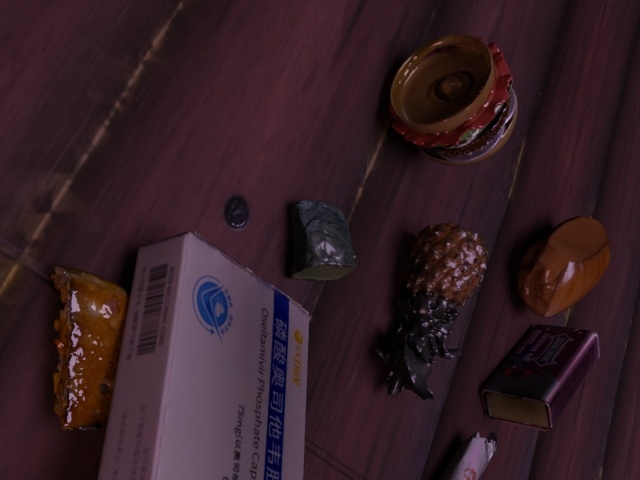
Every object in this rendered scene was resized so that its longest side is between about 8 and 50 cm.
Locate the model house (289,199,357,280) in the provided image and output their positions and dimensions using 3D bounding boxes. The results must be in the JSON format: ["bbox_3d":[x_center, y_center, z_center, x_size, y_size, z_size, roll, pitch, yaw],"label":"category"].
[{"bbox_3d":[0.000,0.000,0.833,0.079,0.066,0.083,3,69,-38],"label":"model house"}]

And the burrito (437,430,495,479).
[{"bbox_3d":[0.192,0.364,1.038,0.203,0.064,0.064,-47,123,-40],"label":"burrito"}]

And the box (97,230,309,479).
[{"bbox_3d":[-0.093,0.185,0.624,0.200,0.065,0.343,39,43,-47],"label":"box"}]

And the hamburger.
[{"bbox_3d":[0.183,-0.175,0.959,0.137,0.175,0.175,45,57,-46],"label":"hamburger"}]

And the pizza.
[{"bbox_3d":[-0.186,0.108,0.623,0.178,0.041,0.131,46,50,-40],"label":"pizza"}]

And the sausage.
[{"bbox_3d":[0.433,0.041,1.267,0.241,0.120,0.136,-31,145,-42],"label":"sausage"}]

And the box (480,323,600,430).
[{"bbox_3d":[0.369,0.221,1.196,0.224,0.120,0.069,-33,117,-45],"label":"box"}]

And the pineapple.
[{"bbox_3d":[0.144,0.097,0.959,0.119,0.111,0.237,23,76,-15],"label":"pineapple"}]
